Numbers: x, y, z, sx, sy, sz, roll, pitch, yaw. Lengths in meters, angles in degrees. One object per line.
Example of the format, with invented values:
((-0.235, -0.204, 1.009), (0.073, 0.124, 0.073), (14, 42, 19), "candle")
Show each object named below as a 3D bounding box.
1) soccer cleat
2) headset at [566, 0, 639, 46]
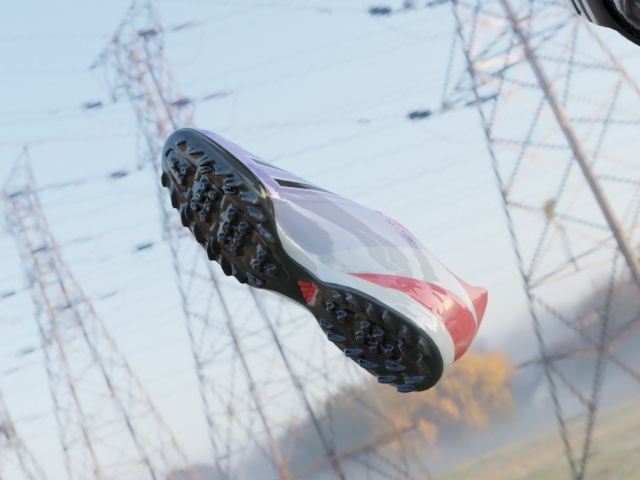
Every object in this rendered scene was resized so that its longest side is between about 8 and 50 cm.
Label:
((0.000, 0.000, 1.101), (0.116, 0.318, 0.109), (-41, -18, -42), "soccer cleat")
((0.348, -0.290, 1.101), (0.243, 0.185, 0.394), (-39, 30, -6), "headset")
